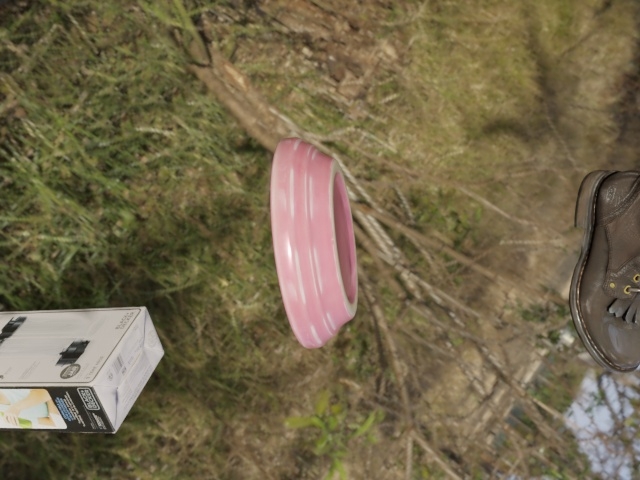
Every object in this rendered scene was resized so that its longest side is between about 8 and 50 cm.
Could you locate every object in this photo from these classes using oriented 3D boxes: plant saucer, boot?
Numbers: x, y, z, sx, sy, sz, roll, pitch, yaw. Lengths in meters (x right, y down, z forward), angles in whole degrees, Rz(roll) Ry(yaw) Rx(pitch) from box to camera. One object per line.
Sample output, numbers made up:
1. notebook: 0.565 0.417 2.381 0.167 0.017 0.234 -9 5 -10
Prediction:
1. plant saucer: 0.000 0.000 1.193 0.332 0.084 0.332 -7 90 -81
2. boot: 0.369 0.027 0.796 0.091 0.262 0.229 -7 -176 -21

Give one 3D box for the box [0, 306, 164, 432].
1. box: -0.391 0.180 1.075 0.169 0.290 0.087 -68 149 -54
